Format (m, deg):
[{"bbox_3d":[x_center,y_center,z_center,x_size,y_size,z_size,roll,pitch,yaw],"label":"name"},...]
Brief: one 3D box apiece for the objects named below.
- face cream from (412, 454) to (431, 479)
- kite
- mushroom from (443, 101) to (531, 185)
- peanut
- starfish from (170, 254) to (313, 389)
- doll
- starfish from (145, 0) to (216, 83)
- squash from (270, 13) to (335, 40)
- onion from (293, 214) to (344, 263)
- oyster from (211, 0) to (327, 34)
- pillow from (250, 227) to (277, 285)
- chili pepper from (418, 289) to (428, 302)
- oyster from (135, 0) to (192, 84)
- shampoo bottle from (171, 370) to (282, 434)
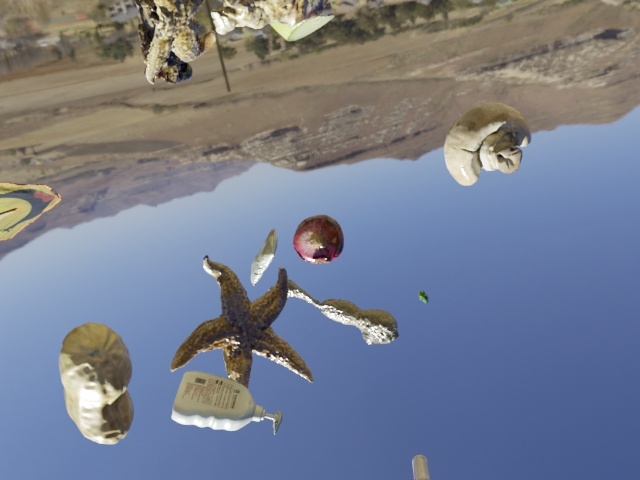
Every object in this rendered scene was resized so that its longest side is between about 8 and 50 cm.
[{"bbox_3d":[0.207,0.485,1.004,0.034,0.034,0.130,-14,-175,8],"label":"face cream"},{"bbox_3d":[-0.738,-0.046,1.078,0.328,0.013,0.377,-25,175,-23],"label":"kite"},{"bbox_3d":[0.467,-0.285,1.406,0.254,0.189,0.195,-40,-152,8],"label":"mushroom"},{"bbox_3d":[-0.472,0.309,1.053,0.147,0.305,0.147,9,-152,-5],"label":"peanut"},{"bbox_3d":[-0.125,0.150,0.802,0.236,0.277,0.062,-43,-160,-18],"label":"starfish"},{"bbox_3d":[0.044,0.167,1.171,0.203,0.286,0.091,-13,-128,63],"label":"doll"},{"bbox_3d":[-0.290,-0.554,1.076,0.082,0.432,0.324,23,-134,5],"label":"starfish"},{"bbox_3d":[-0.097,-0.753,1.647,0.204,0.155,0.237,-25,-170,31],"label":"squash"},{"bbox_3d":[0.000,0.000,1.461,0.150,0.150,0.140,-14,175,8],"label":"onion"},{"bbox_3d":[-0.027,-0.443,0.851,0.355,0.107,0.201,-34,-169,-5],"label":"oyster"},{"bbox_3d":[-0.213,0.065,1.874,0.051,0.128,0.229,15,136,-19],"label":"pillow"},{"bbox_3d":[0.330,0.182,1.588,0.030,0.034,0.091,-2,165,16],"label":"chili pepper"},{"bbox_3d":[-0.437,-0.634,1.419,0.096,0.361,0.221,1,-162,6],"label":"oyster"},{"bbox_3d":[-0.127,0.234,0.702,0.152,0.045,0.077,14,-139,-6],"label":"shampoo bottle"}]
